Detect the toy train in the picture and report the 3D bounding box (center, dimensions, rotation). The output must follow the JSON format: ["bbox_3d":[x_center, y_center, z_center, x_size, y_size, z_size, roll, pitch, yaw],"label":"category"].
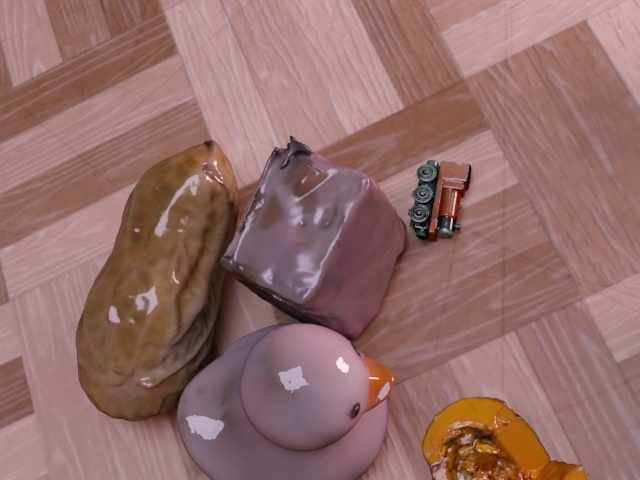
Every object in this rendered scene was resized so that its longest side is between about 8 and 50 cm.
[{"bbox_3d":[0.142,-0.047,1.289,0.064,0.044,0.103,9,69,10],"label":"toy train"}]

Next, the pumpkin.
[{"bbox_3d":[0.192,0.252,1.100,0.119,0.108,0.183,-39,53,-10],"label":"pumpkin"}]

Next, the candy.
[{"bbox_3d":[0.000,0.000,1.230,0.137,0.195,0.185,20,78,27],"label":"candy"}]

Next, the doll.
[{"bbox_3d":[-0.039,0.174,1.153,0.251,0.221,0.221,-8,64,15],"label":"doll"}]

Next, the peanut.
[{"bbox_3d":[-0.189,0.046,1.280,0.158,0.174,0.340,6,66,18],"label":"peanut"}]
